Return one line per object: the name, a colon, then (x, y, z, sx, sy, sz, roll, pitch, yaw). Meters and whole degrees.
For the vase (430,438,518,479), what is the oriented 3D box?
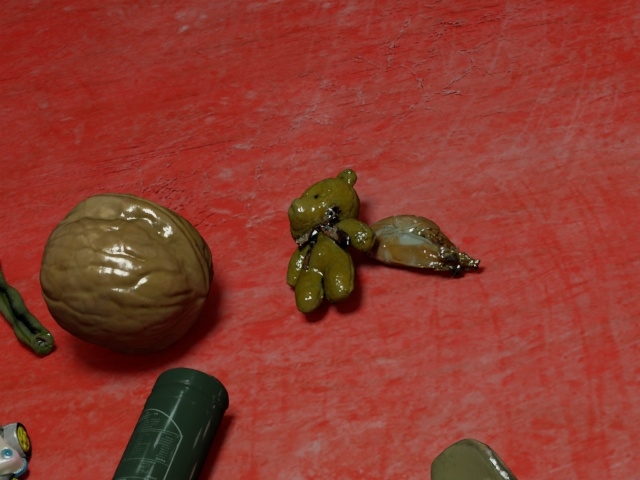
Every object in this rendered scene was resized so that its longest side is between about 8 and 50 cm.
vase: (0.123, 0.346, 1.588, 0.302, 0.241, 0.329, -64, 4, -4)

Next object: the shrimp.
shrimp: (0.128, 0.005, 2.140, 0.091, 0.043, 0.184, -40, 41, -25)

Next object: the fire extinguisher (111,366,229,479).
fire extinguisher: (-0.199, 0.293, 1.935, 0.114, 0.095, 0.311, -42, 20, 43)

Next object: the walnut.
walnut: (-0.245, 0.045, 2.152, 0.228, 0.228, 0.228, -14, 40, 12)

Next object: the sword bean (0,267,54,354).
sword bean: (-0.432, 0.081, 2.333, 0.043, 0.038, 0.269, -36, 39, -7)

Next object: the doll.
doll: (0.000, 0.000, 2.159, 0.137, 0.097, 0.209, -35, 34, 26)

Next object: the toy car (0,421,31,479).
toy car: (-0.433, 0.277, 2.060, 0.126, 0.098, 0.161, -18, 37, 9)
